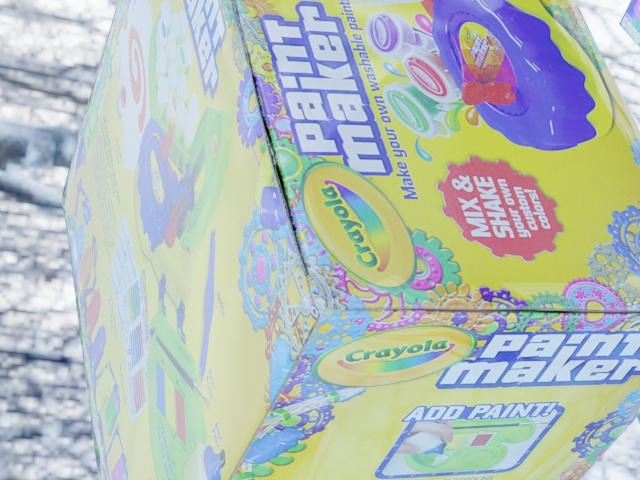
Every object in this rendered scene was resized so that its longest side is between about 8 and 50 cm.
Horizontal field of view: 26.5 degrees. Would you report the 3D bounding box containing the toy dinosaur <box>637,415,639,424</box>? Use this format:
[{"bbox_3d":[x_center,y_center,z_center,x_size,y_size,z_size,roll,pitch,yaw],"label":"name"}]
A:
[{"bbox_3d":[0.249,0.093,0.848,0.160,0.121,0.314,-19,-78,44],"label":"toy dinosaur"}]

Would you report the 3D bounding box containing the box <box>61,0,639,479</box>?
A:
[{"bbox_3d":[0.000,0.000,0.655,0.279,0.177,0.290,117,-34,-46],"label":"box"}]

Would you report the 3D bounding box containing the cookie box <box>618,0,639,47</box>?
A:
[{"bbox_3d":[0.300,-0.192,1.102,0.092,0.040,0.107,60,-35,36],"label":"cookie box"}]
